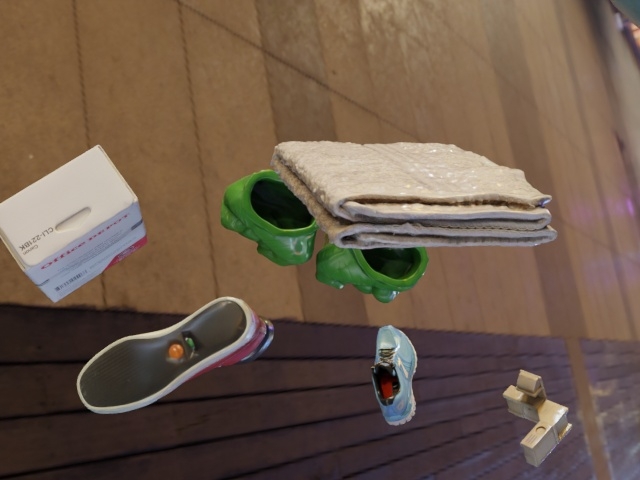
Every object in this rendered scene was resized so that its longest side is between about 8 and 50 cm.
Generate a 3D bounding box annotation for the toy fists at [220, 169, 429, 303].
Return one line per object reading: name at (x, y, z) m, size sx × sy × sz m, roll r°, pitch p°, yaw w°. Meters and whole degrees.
toy fists at (0.000, 0.000, 1.123) m, size 0.279 × 0.142 × 0.096 m, roll 23°, pitch 81°, yaw -11°

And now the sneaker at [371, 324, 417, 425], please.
sneaker at (0.109, 0.193, 1.303) m, size 0.073 × 0.063 × 0.162 m, roll 55°, pitch 23°, yaw -45°

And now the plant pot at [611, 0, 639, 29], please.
plant pot at (0.371, -0.159, 0.486) m, size 0.334 × 0.341 × 0.341 m, roll 50°, pitch 12°, yaw 32°

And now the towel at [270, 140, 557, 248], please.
towel at (0.068, -0.050, 0.748) m, size 0.282 × 0.187 × 0.049 m, roll -131°, pitch -137°, yaw -69°

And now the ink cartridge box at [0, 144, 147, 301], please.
ink cartridge box at (-0.396, -0.019, 1.387) m, size 0.114 × 0.197 × 0.273 m, roll 54°, pitch -15°, yaw 6°

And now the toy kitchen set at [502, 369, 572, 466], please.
toy kitchen set at (0.242, 0.208, 1.031) m, size 0.075 × 0.083 × 0.068 m, roll -39°, pitch 124°, yaw -27°

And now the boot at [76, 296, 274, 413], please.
boot at (-0.181, 0.160, 1.128) m, size 0.176 × 0.244 × 0.088 m, roll 56°, pitch 9°, yaw -75°
